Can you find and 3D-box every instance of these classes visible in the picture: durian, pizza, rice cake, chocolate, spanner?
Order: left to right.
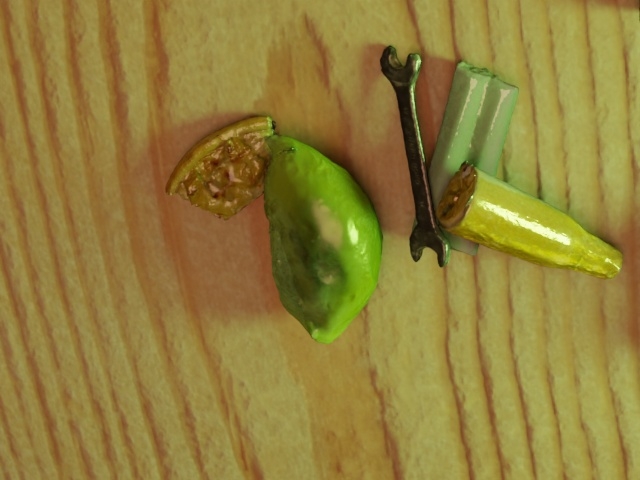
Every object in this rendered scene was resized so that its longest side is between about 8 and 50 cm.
[{"bbox_3d":[-0.108,-0.081,1.581,0.160,0.036,0.099,-32,103,23],"label":"pizza"},{"bbox_3d":[0.000,0.000,1.555,0.139,0.101,0.250,2,117,14],"label":"durian"},{"bbox_3d":[0.106,-0.093,1.508,0.054,0.015,0.255,-2,103,39],"label":"spanner"},{"bbox_3d":[0.164,-0.089,1.514,0.080,0.042,0.222,18,116,10],"label":"rice cake"},{"bbox_3d":[0.238,-0.007,1.493,0.219,0.086,0.086,24,118,-19],"label":"chocolate"}]
